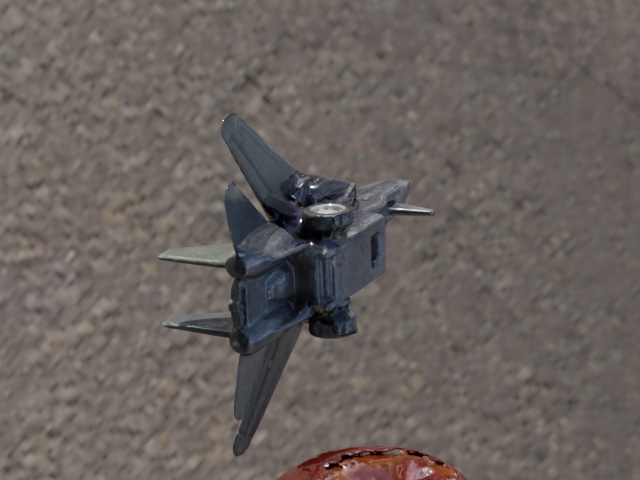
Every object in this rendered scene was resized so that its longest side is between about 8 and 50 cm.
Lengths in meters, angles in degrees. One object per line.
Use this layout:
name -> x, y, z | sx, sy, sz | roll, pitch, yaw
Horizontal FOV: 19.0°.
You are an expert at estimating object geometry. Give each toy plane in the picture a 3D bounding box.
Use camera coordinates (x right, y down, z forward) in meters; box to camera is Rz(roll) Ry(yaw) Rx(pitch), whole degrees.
toy plane -> 0.010, 0.002, 1.200 | 0.088, 0.212, 0.267 | 10, 21, 31

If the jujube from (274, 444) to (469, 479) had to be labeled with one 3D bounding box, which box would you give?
jujube -> 0.018, 0.224, 0.946 | 0.183, 0.243, 0.183 | 13, 19, -4
